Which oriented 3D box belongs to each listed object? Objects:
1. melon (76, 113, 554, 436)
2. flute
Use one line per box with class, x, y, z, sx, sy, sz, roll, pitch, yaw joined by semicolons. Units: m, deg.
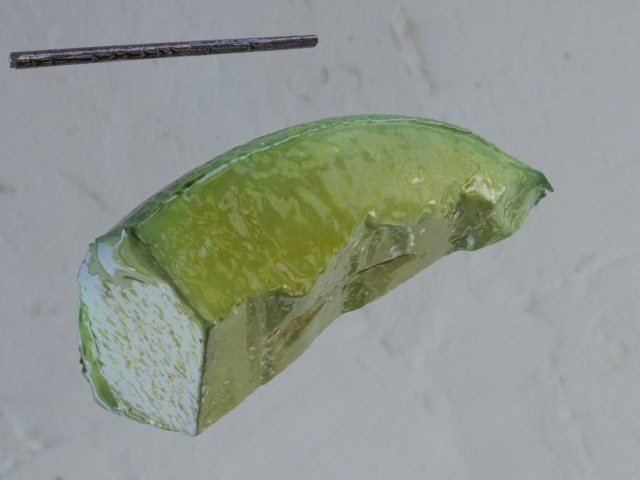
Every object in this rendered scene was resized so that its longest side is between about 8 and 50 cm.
melon;0.000;0.000;0.870;0.323;0.124;0.196;-27;-24;-29
flute;-0.109;-0.142;0.980;0.270;0.014;0.014;-10;-47;-38
